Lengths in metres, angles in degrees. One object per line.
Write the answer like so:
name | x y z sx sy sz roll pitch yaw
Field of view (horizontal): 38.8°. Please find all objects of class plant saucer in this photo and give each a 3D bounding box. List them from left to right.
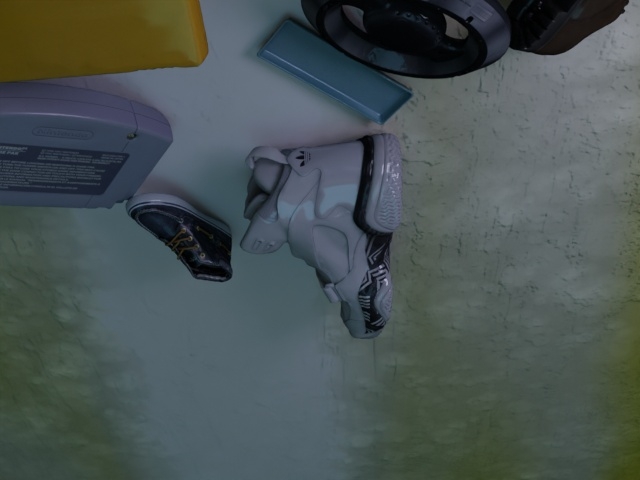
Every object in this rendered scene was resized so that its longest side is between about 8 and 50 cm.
plant saucer | 0.020 -0.205 1.103 0.192 0.018 0.067 26 136 -26

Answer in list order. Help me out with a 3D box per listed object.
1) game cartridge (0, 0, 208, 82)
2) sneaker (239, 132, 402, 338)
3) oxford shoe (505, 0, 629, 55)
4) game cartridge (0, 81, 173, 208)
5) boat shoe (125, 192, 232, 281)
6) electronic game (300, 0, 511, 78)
game cartridge | -0.293 -0.299 0.899 0.323 0.053 0.285 -3 122 9
sneaker | 0.000 0.000 1.272 0.210 0.137 0.366 2 136 1
oxford shoe | 0.300 -0.283 0.961 0.096 0.083 0.227 7 146 -38
game cartridge | -0.345 -0.113 1.128 0.297 0.062 0.198 1 144 -39
boat shoe | -0.193 -0.002 1.287 0.065 0.083 0.183 -34 141 31
electronic game | 0.091 -0.236 0.978 0.229 0.048 0.229 14 168 3
